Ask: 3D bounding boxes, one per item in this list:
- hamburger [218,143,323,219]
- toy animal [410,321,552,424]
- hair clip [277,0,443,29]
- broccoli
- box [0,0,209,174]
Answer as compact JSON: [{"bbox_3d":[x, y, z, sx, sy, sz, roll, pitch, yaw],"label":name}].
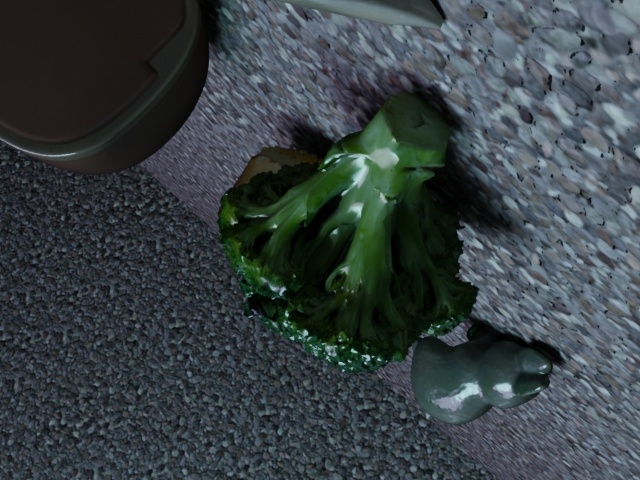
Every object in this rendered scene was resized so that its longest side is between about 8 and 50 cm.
[{"bbox_3d":[0.000,0.000,1.194,0.302,0.170,0.302,42,165,14],"label":"hamburger"},{"bbox_3d":[0.233,0.183,1.188,0.251,0.125,0.127,-6,103,56],"label":"toy animal"},{"bbox_3d":[-0.055,-0.235,0.628,0.172,0.113,0.282,32,165,50],"label":"hair clip"},{"bbox_3d":[0.052,-0.018,0.864,0.254,0.269,0.269,37,168,14],"label":"broccoli"},{"bbox_3d":[-0.276,-0.225,1.075,0.301,0.301,0.216,43,177,8],"label":"box"}]
